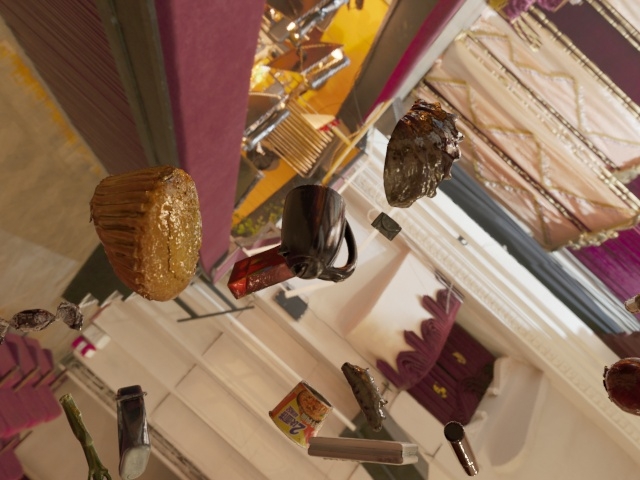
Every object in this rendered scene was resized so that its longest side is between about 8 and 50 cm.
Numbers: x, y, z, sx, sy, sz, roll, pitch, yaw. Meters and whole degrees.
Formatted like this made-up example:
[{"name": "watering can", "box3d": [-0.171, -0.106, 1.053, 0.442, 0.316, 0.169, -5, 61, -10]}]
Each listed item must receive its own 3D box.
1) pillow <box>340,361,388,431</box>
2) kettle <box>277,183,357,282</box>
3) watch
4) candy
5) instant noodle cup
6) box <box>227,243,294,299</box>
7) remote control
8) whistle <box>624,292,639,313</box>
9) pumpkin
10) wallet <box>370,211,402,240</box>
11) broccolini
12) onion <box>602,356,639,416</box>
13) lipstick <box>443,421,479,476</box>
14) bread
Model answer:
[{"name": "pillow", "box3d": [0.157, 0.507, 1.443, 0.093, 0.241, 0.051, -22, 151, -14]}, {"name": "kettle", "box3d": [0.000, 0.000, 1.376, 0.207, 0.268, 0.291, 125, -23, -48]}, {"name": "watch", "box3d": [-0.444, 0.433, 1.009, 0.068, 0.193, 0.207, -2, 130, -30]}, {"name": "candy", "box3d": [-0.748, 0.216, 1.135, 0.226, 0.094, 0.051, -4, 160, -15]}, {"name": "instant noodle cup", "box3d": [-0.064, 0.649, 1.632, 0.174, 0.213, 0.213, -51, -178, -8]}, {"name": "box", "box3d": [-0.218, 0.112, 1.786, 0.313, 0.089, 0.197, -22, -156, 8]}, {"name": "remote control", "box3d": [0.108, 0.554, 1.135, 0.277, 0.103, 0.056, -11, -116, 31]}, {"name": "whistle", "box3d": [0.755, 0.136, 0.986, 0.220, 0.057, 0.107, 42, 52, -68]}, {"name": "pumpkin", "box3d": [0.223, -0.188, 0.918, 0.149, 0.130, 0.254, 2, 102, -65]}, {"name": "wallet", "box3d": [0.308, -0.065, 1.994, 0.088, 0.129, 0.026, -49, -168, 13]}, {"name": "broccolini", "box3d": [-0.581, 0.549, 1.058, 0.078, 0.392, 0.074, -31, 153, -24]}, {"name": "onion", "box3d": [0.933, 0.415, 1.256, 0.183, 0.147, 0.184, -12, -140, 10]}, {"name": "lipstick", "box3d": [0.398, 0.588, 1.203, 0.057, 0.357, 0.057, -15, -135, 15]}, {"name": "bread", "box3d": [-0.284, -0.011, 0.738, 0.240, 0.138, 0.240, -179, -90, -88]}]
